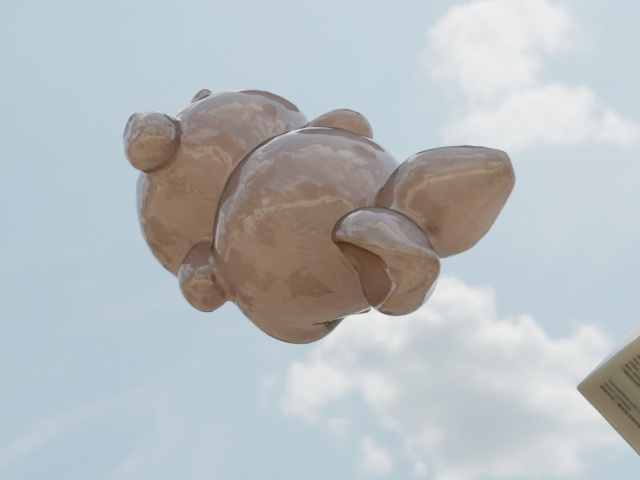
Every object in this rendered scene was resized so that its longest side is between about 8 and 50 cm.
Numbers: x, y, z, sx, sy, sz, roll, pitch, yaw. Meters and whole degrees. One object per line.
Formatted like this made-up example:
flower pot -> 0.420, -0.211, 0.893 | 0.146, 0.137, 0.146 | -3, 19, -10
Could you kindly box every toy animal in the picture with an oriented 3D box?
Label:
toy animal -> 0.001, 0.001, 0.697 | 0.124, 0.124, 0.212 | 31, -2, -42

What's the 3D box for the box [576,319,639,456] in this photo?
box -> 0.186, 0.061, 0.591 | 0.130, 0.129, 0.051 | 47, -39, 5
